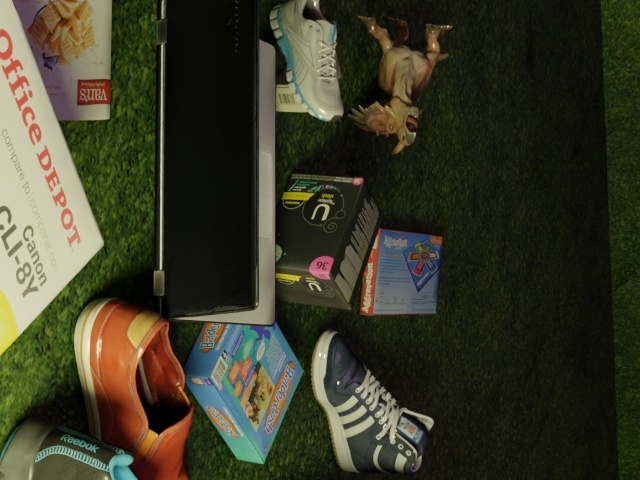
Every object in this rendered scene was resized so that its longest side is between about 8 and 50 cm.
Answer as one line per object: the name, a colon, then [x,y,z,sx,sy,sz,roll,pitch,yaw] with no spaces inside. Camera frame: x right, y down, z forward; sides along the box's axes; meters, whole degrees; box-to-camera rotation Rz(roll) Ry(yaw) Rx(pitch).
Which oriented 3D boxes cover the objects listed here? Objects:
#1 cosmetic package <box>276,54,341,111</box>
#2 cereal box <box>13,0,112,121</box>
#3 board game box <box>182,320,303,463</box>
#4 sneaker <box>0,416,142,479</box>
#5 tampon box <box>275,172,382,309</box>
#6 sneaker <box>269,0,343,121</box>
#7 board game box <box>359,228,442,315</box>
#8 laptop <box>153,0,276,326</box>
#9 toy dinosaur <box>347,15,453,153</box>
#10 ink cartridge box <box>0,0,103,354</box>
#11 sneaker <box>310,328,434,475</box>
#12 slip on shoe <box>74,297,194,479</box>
cosmetic package: [-0.022,-0.224,1.771,0.115,0.060,0.041,-53,139,-49]
cereal box: [-0.278,-0.241,1.277,0.173,0.047,0.240,-14,107,-62]
board game box: [-0.101,0.177,1.698,0.160,0.047,0.210,-66,147,-34]
sneaker: [-0.232,0.338,1.370,0.125,0.139,0.341,-62,146,-41]
tampon box: [0.000,0.000,1.785,0.101,0.120,0.161,59,43,-50]
sneaker: [-0.005,-0.252,1.691,0.071,0.083,0.191,-6,69,-47]
board game box: [0.143,0.057,2.181,0.281,0.027,0.145,6,90,-63]
laptop: [-0.067,-0.097,1.464,0.408,0.236,0.382,11,78,-61]
toy dinosaur: [0.127,-0.250,2.005,0.295,0.127,0.200,-33,132,-72]
ink cartridge box: [-0.372,-0.005,1.011,0.385,0.160,0.279,-54,140,-45]
sneaker: [0.085,0.257,1.962,0.099,0.153,0.282,-56,141,-44]
slip on shoe: [-0.197,0.218,1.462,0.123,0.101,0.331,-49,138,-52]
